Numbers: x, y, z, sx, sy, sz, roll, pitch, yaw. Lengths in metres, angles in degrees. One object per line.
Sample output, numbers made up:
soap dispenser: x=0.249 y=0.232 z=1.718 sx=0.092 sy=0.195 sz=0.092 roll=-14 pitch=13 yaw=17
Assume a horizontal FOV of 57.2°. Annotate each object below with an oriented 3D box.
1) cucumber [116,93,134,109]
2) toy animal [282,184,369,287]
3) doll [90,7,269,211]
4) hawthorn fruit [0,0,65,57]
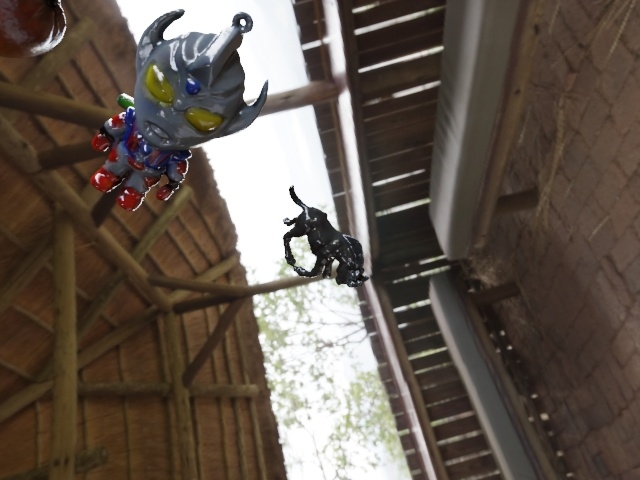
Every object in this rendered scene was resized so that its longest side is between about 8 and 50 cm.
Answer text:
cucumber: x=-0.495 y=-0.352 z=1.502 sx=0.155 sy=0.037 sz=0.037 roll=29 pitch=144 yaw=45
toy animal: x=0.000 y=0.000 z=1.148 sx=0.233 sy=0.148 sz=0.084 roll=54 pitch=-142 yaw=3
doll: x=-0.120 y=-0.109 z=0.484 sx=0.104 sy=0.195 sz=0.062 roll=44 pitch=-163 yaw=4
hawthorn fruit: x=-0.436 y=-0.306 z=0.740 sx=0.162 sy=0.203 sz=0.163 roll=-179 pitch=90 yaw=-90
